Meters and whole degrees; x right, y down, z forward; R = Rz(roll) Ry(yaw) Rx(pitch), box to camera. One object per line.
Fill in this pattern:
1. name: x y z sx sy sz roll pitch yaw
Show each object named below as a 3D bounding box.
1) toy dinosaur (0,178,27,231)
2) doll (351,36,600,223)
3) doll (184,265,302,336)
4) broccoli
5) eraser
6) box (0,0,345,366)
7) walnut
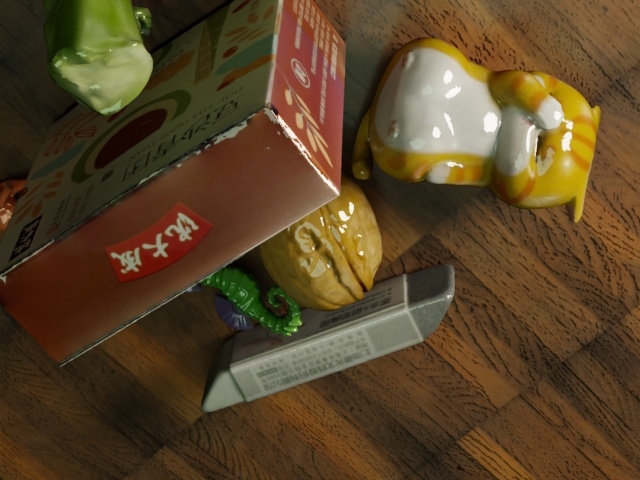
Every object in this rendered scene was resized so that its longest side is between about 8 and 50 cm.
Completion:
1. toy dinosaur: -0.380 -0.047 1.868 0.279 0.055 0.101 42 135 -21
2. doll: 0.180 -0.122 1.749 0.269 0.162 0.167 14 87 1
3. doll: -0.103 0.050 1.893 0.190 0.050 0.115 38 132 3
4. broccoli: -0.220 -0.331 1.527 0.274 0.397 0.353 -18 108 10
5. eraser: 0.006 0.118 1.921 0.351 0.089 0.061 -19 116 13
6. box: -0.149 -0.090 1.648 0.344 0.385 0.122 -31 114 17
7. walnut: 0.000 0.000 1.830 0.144 0.144 0.180 -23 120 14
